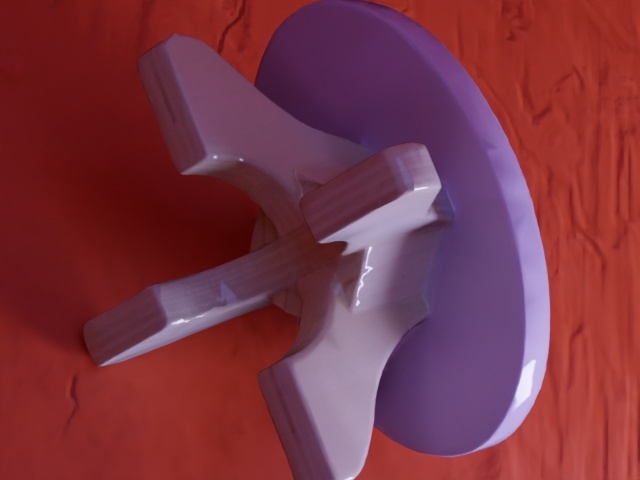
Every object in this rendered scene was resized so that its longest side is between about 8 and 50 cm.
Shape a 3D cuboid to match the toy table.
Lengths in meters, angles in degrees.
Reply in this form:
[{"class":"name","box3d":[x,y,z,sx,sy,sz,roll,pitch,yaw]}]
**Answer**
[{"class":"toy table","box3d":[0.000,0.000,1.089,0.161,0.252,0.274,-10,64,-50]}]
